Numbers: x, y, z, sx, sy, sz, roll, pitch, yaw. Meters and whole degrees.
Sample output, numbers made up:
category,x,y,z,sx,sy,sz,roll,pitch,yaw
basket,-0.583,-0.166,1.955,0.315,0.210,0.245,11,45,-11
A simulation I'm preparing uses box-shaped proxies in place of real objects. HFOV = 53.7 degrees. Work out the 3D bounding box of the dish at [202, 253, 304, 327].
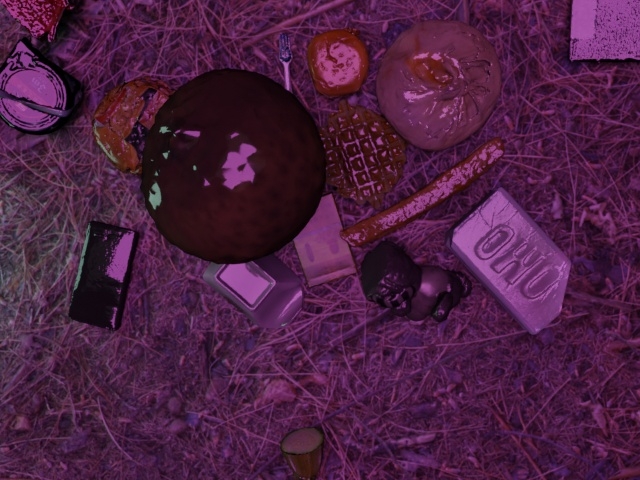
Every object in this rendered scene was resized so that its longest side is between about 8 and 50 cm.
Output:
category,x,y,z,sx,sy,sz,roll,pitch,yaw
dish,-0.148,0.103,1.449,0.234,0.064,0.154,40,94,0

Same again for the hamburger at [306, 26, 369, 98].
category,x,y,z,sx,sy,sz,roll,pitch,yaw
hamburger,0.041,-0.393,1.401,0.137,0.083,0.147,-12,95,0

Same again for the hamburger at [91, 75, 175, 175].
category,x,y,z,sx,sy,sz,roll,pitch,yaw
hamburger,-0.408,-0.261,1.431,0.230,0.107,0.231,1,101,5

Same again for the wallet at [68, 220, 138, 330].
category,x,y,z,sx,sy,sz,roll,pitch,yaw
wallet,-0.511,0.083,1.492,0.124,0.025,0.245,14,93,3

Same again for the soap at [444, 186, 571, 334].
category,x,y,z,sx,sy,sz,roll,pitch,yaw
soap,0.423,0.043,1.388,0.173,0.095,0.289,-42,90,6

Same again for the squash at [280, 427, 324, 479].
category,x,y,z,sx,sy,sz,roll,pitch,yaw
squash,-0.032,0.516,1.456,0.105,0.105,0.132,-9,105,4

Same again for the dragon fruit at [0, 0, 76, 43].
category,x,y,z,sx,sy,sz,roll,pitch,yaw
dragon fruit,-0.653,-0.578,1.427,0.161,0.126,0.274,-42,103,-4

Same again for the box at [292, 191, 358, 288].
category,x,y,z,sx,sy,sz,roll,pitch,yaw
box,0.000,0.000,1.440,0.121,0.030,0.193,-17,99,5

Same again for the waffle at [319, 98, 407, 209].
category,x,y,z,sx,sy,sz,roll,pitch,yaw
waffle,0.088,-0.194,1.419,0.214,0.054,0.208,26,94,-1

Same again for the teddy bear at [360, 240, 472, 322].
category,x,y,z,sx,sy,sz,roll,pitch,yaw
teddy bear,0.206,0.116,1.379,0.250,0.171,0.144,27,115,-4

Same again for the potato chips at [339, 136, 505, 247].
category,x,y,z,sx,sy,sz,roll,pitch,yaw
potato chips,0.231,-0.095,1.406,0.406,0.080,0.057,-31,74,6

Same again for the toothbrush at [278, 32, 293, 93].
category,x,y,z,sx,sy,sz,roll,pitch,yaw
toothbrush,-0.068,-0.256,1.442,0.042,0.040,0.419,-3,97,3

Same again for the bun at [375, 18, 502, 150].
category,x,y,z,sx,sy,sz,roll,pitch,yaw
bun,0.257,-0.342,1.350,0.286,0.146,0.288,0,88,-3

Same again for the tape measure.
category,x,y,z,sx,sy,sz,roll,pitch,yaw
tape measure,-0.646,-0.332,1.435,0.182,0.107,0.181,42,92,-15

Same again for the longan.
category,x,y,z,sx,sy,sz,roll,pitch,yaw
longan,-0.179,-0.146,1.274,0.390,0.391,0.392,0,93,4

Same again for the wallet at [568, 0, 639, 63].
category,x,y,z,sx,sy,sz,roll,pitch,yaw
wallet,0.674,-0.495,1.364,0.262,0.071,0.221,1,98,7
